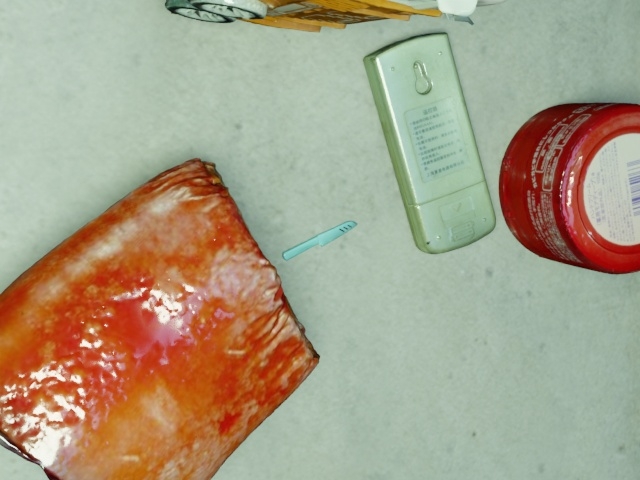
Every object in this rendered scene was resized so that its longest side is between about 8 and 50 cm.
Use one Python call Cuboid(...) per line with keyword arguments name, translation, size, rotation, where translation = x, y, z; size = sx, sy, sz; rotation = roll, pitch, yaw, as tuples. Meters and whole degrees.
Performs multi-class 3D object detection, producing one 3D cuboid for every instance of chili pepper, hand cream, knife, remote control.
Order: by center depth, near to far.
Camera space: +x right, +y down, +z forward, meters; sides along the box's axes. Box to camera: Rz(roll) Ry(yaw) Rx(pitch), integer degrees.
Cuboid(name="chili pepper", translation=(-0.144, 0.095, 0.869), size=(0.305, 0.229, 0.251), rotation=(-41, 93, -11))
Cuboid(name="knife", translation=(0.000, 0.000, 1.028), size=(0.091, 0.005, 0.014), rotation=(-27, 105, -17))
Cuboid(name="remote control", translation=(0.121, -0.104, 1.045), size=(0.098, 0.038, 0.233), rotation=(-21, 103, -18))
Cuboid(name="hand cream", translation=(0.309, -0.060, 1.080), size=(0.193, 0.125, 0.193), rotation=(-3, 100, -19))

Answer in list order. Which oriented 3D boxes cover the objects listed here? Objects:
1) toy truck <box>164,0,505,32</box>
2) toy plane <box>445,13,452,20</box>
Cuboid(name="toy truck", translation=(0.019, -0.263, 0.801), size=(0.207, 0.387, 0.173), rotation=(8, 94, -28))
Cuboid(name="toy plane", translation=(0.129, -0.324, 1.004), size=(0.162, 0.065, 0.171), rotation=(-34, 106, -14))
